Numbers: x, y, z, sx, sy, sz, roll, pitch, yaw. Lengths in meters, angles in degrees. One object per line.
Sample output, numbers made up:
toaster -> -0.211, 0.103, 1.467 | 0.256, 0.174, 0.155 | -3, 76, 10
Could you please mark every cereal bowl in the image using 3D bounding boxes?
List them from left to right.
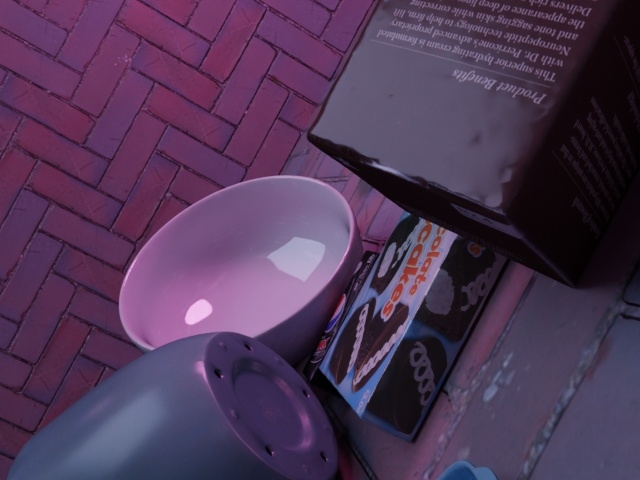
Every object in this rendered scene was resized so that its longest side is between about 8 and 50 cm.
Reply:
cereal bowl -> -0.095, 0.067, 0.970 | 0.338, 0.141, 0.339 | -14, 40, 12

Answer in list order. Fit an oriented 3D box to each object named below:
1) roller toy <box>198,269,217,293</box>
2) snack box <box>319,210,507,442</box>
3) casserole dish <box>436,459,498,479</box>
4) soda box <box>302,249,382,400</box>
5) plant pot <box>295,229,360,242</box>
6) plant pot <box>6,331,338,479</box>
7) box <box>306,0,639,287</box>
roller toy -> -0.127, 0.129, 1.133 | 0.209, 0.191, 0.146 | -65, 6, -28
snack box -> 0.114, 0.020, 0.707 | 0.322, 0.060, 0.187 | -62, 12, -3
casserole dish -> 0.073, 0.231, 0.449 | 0.189, 0.036, 0.114 | -59, 12, 13
soda box -> 0.044, 0.098, 0.821 | 0.169, 0.060, 0.053 | -62, 11, -3
plant pot -> 0.000, 0.000, 1.155 | 0.109, 0.096, 0.109 | -39, 24, 59
plant pot -> -0.125, 0.234, 0.719 | 0.235, 0.293, 0.293 | -44, 16, 15
box -> 0.135, -0.106, 0.499 | 0.168, 0.167, 0.203 | 29, 91, 38
